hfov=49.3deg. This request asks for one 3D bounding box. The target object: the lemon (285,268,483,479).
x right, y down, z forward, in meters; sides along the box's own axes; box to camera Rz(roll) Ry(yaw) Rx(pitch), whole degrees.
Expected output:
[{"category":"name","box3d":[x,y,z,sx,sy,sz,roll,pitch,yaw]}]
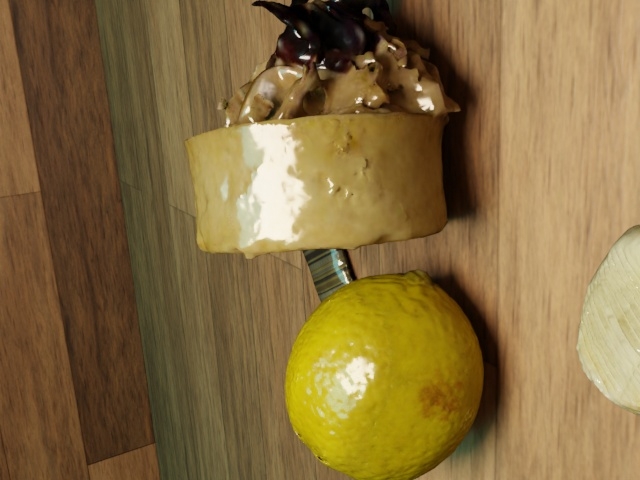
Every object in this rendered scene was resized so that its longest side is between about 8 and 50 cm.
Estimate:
[{"category":"lemon","box3d":[0.079,0.174,0.883,0.267,0.267,0.267,31,127,53]}]

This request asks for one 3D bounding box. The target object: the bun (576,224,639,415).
[{"category":"bun","box3d":[0.302,0.070,0.600,0.164,0.111,0.188,-108,21,-48]}]

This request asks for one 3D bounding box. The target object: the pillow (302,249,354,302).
[{"category":"pillow","box3d":[0.000,0.000,1.173,0.113,0.038,0.203,-32,74,57]}]

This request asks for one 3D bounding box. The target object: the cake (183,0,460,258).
[{"category":"cake","box3d":[-0.007,-0.151,0.846,0.332,0.332,0.321,1,96,61]}]
